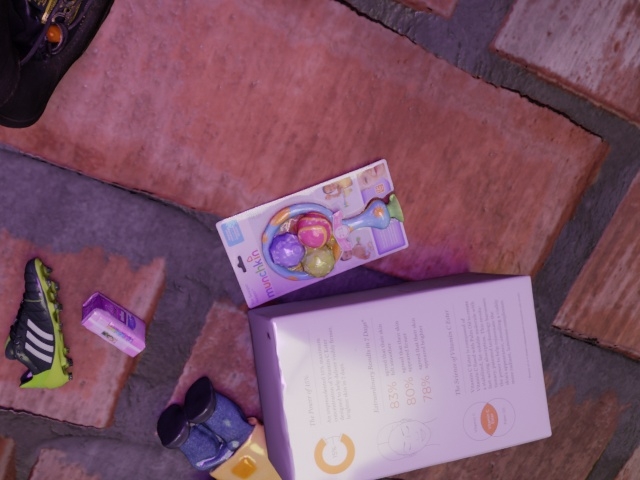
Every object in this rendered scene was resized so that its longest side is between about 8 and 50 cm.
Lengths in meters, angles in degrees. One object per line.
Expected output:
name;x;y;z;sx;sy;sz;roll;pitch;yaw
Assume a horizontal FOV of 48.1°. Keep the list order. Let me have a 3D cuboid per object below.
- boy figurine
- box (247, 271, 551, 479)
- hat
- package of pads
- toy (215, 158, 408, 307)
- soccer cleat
boy figurine;-0.106;0.323;1.023;0.177;0.092;0.285;-41;116;-1
box;0.098;0.172;0.945;0.345;0.168;0.215;-8;91;-16
hat;-0.263;-0.258;0.608;0.133;0.331;0.331;26;103;-8
package of pads;-0.257;0.105;0.898;0.032;0.050;0.083;-44;119;9
toy;0.000;0.000;0.938;0.237;0.056;0.137;-23;117;-9
soccer cleat;-0.346;0.106;0.864;0.072;0.060;0.179;-7;117;-15
